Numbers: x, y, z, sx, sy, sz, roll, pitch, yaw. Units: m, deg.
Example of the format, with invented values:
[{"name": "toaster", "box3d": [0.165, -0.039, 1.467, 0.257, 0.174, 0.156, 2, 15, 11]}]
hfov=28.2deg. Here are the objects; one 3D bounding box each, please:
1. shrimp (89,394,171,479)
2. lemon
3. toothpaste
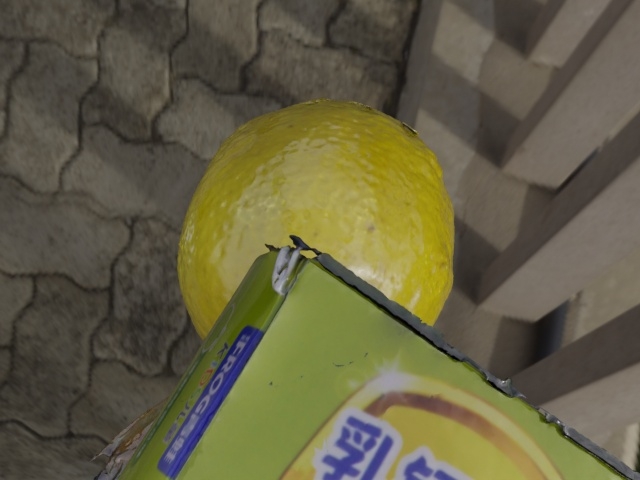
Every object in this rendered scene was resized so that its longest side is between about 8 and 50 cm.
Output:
[{"name": "shrimp", "box3d": [-0.120, 0.236, 1.301, 0.253, 0.058, 0.173, -41, 78, -8]}, {"name": "lemon", "box3d": [0.000, 0.000, 1.150, 0.245, 0.245, 0.320, 14, 46, -1]}, {"name": "toothpaste", "box3d": [0.089, 0.133, 0.427, 0.327, 0.077, 0.110, 34, 81, -12]}]
